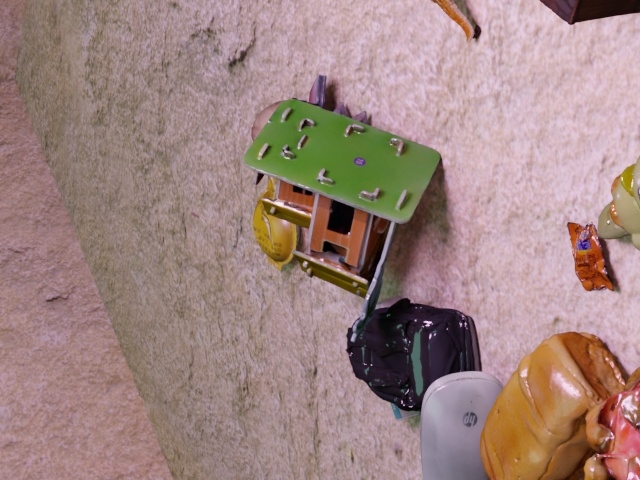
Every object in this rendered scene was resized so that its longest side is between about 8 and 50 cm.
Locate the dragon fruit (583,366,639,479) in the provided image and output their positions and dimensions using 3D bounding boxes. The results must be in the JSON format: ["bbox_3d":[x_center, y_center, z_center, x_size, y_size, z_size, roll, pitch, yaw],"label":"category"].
[{"bbox_3d":[0.449,0.278,1.406,0.296,0.262,0.314,5,106,61],"label":"dragon fruit"}]

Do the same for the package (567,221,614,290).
[{"bbox_3d":[0.392,0.025,1.644,0.077,0.033,0.111,-6,101,52],"label":"package"}]

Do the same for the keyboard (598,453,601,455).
[{"bbox_3d":[0.424,0.299,1.723,0.064,0.010,0.198,64,149,20],"label":"keyboard"}]

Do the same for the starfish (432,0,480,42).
[{"bbox_3d":[0.131,-0.514,1.814,0.384,0.132,0.398,44,141,39],"label":"starfish"}]

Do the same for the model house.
[{"bbox_3d":[0.000,0.000,1.965,0.300,0.340,0.324,20,137,10],"label":"model house"}]

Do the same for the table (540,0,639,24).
[{"bbox_3d":[0.350,-0.390,1.381,0.169,0.193,0.173,52,142,39],"label":"table"}]

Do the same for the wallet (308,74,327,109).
[{"bbox_3d":[-0.015,-0.194,2.183,0.119,0.025,0.232,139,137,-78],"label":"wallet"}]

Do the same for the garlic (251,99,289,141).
[{"bbox_3d":[-0.072,-0.213,2.298,0.206,0.115,0.128,42,130,43],"label":"garlic"}]

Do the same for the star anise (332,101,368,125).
[{"bbox_3d":[0.055,-0.152,2.131,0.262,0.081,0.230,-8,84,64],"label":"star anise"}]

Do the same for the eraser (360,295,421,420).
[{"bbox_3d":[0.148,0.226,2.146,0.095,0.052,0.225,-35,70,61],"label":"eraser"}]

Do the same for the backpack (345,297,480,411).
[{"bbox_3d":[0.150,0.205,2.014,0.258,0.133,0.206,1,98,50],"label":"backpack"}]

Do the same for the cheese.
[{"bbox_3d":[-0.095,-0.063,2.443,0.177,0.069,0.270,36,130,51],"label":"cheese"}]

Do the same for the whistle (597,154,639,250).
[{"bbox_3d":[0.422,-0.058,1.452,0.294,0.141,0.141,-24,80,61],"label":"whistle"}]

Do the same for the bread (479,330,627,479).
[{"bbox_3d":[0.349,0.278,1.705,0.294,0.132,0.167,109,154,-44],"label":"bread"}]

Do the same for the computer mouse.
[{"bbox_3d":[0.249,0.354,1.893,0.097,0.159,0.289,-108,12,-74],"label":"computer mouse"}]
